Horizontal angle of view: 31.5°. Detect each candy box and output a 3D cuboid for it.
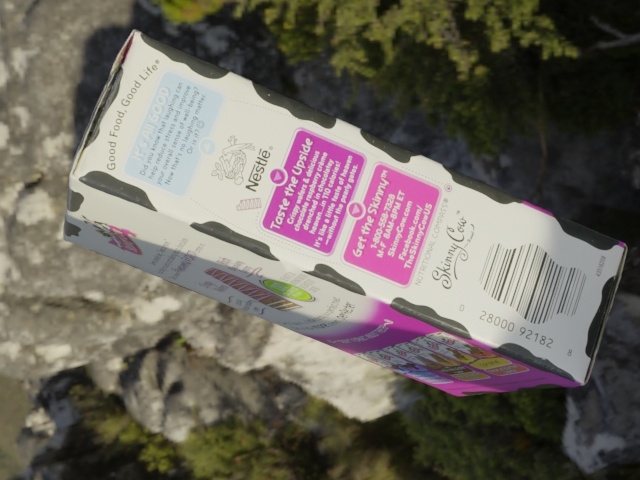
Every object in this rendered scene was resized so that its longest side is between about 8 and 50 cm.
[{"bbox_3d":[0.000,0.000,0.539,0.159,0.233,0.071,147,144,-73],"label":"candy box"}]
